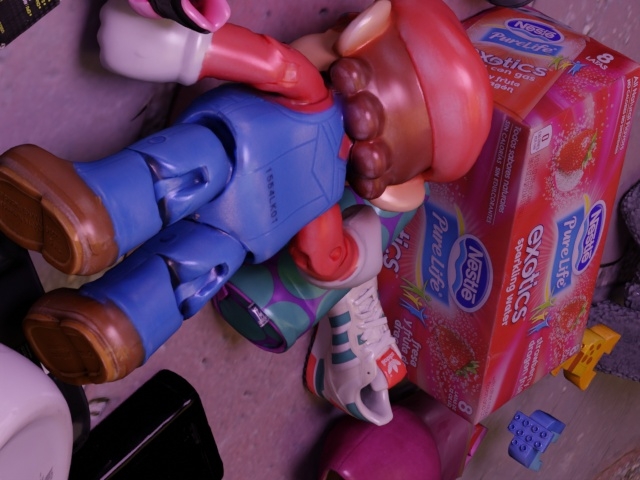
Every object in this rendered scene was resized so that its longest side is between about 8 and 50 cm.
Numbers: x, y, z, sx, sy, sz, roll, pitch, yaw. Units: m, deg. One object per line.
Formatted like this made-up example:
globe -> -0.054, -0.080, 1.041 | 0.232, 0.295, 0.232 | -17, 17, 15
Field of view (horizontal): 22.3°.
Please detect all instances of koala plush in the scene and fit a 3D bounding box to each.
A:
koala plush -> 0.377, 0.043, 1.482 | 0.221, 0.203, 0.196 | -24, 137, -57

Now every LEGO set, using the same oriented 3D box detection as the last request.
LEGO set -> 0.176, 0.106, 1.347 | 0.227, 0.087, 0.093 | -59, 148, 2

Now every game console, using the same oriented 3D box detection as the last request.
game console -> -0.166, 0.119, 0.955 | 0.213, 0.044, 0.361 | -42, 145, -24

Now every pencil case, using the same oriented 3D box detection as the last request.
pencil case -> 0.000, 0.000, 1.044 | 0.152, 0.064, 0.070 | -46, 109, -17

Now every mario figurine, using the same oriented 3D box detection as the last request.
mario figurine -> -0.043, -0.049, 0.910 | 0.320, 0.170, 0.198 | -30, 161, -35

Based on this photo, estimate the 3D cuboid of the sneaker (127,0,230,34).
sneaker -> -0.062, -0.149, 0.766 | 0.047, 0.057, 0.119 | -34, 143, -30

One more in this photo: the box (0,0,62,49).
box -> -0.163, -0.167, 0.706 | 0.184, 0.045, 0.191 | -41, 145, -19

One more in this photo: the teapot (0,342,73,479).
teapot -> -0.241, 0.131, 0.739 | 0.252, 0.187, 0.256 | 45, 67, -81

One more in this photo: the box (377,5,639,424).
box -> 0.120, -0.019, 1.131 | 0.128, 0.122, 0.257 | -28, 138, -38

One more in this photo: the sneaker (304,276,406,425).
sneaker -> 0.033, 0.061, 1.130 | 0.057, 0.075, 0.161 | -29, 139, -36

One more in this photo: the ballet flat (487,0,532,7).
ballet flat -> 0.150, -0.243, 1.027 | 0.074, 0.074, 0.203 | 5, 116, -54

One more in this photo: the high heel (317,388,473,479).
high heel -> 0.027, 0.299, 1.284 | 0.181, 0.127, 0.377 | -21, 120, -55
